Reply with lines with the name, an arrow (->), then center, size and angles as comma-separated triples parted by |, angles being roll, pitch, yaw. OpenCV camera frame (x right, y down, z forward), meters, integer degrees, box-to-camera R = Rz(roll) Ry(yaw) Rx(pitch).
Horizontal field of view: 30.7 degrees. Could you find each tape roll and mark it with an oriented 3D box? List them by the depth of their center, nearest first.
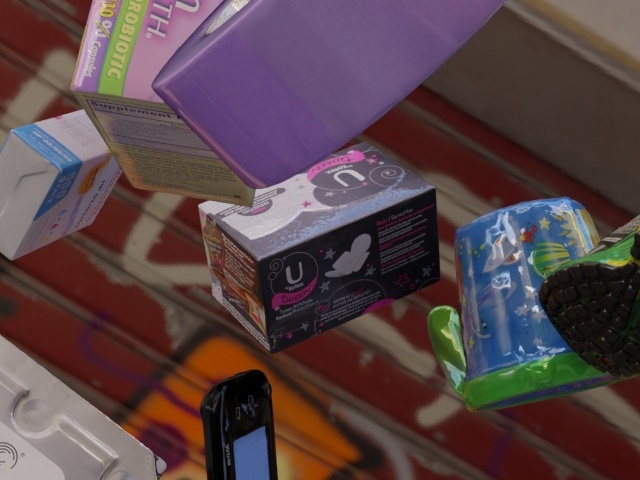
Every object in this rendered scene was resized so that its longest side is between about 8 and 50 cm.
tape roll -> 0.024, -0.158, 0.711 | 0.090, 0.275, 0.275 | 46, -23, -15

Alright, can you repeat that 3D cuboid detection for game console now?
game console -> -0.055, 0.284, 0.895 | 0.044, 0.361, 0.213 | -5, 1, 11

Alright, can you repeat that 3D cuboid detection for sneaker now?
sneaker -> 0.348, 0.026, 1.157 | 0.134, 0.146, 0.343 | 52, -35, 4

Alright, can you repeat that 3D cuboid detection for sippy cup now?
sippy cup -> 0.265, 0.074, 1.415 | 0.305, 0.224, 0.240 | -15, -13, 13

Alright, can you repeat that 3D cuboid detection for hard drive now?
hard drive -> -0.317, 0.249, 0.949 | 0.237, 0.339, 0.064 | 38, -31, 0

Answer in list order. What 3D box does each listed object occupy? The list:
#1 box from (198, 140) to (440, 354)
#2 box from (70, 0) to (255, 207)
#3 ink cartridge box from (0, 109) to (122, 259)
box -> 0.000, 0.000, 1.415 | 0.163, 0.247, 0.142 | 39, -37, 48
box -> -0.103, -0.168, 0.975 | 0.117, 0.213, 0.243 | 10, -14, 4
ink cartridge box -> -0.238, -0.059, 1.085 | 0.061, 0.104, 0.181 | 37, 22, 6
